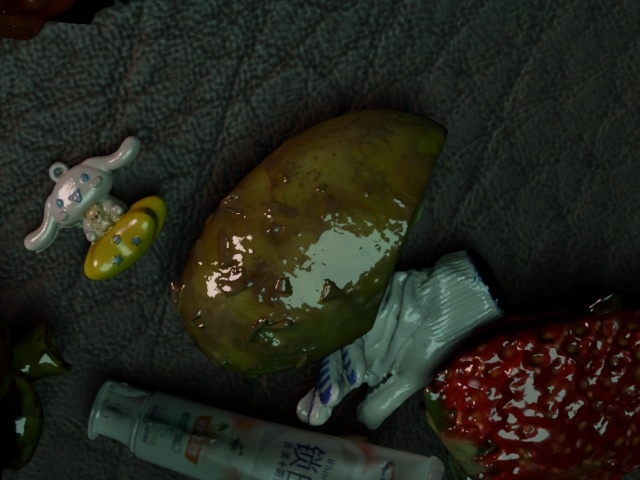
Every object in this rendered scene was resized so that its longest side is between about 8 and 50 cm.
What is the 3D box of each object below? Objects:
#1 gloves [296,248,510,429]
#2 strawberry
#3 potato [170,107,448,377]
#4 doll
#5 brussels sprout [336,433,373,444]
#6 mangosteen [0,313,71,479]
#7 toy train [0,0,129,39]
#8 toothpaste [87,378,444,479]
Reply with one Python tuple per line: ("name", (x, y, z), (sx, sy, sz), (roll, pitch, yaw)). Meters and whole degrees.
("gloves", (0.071, 0.097, 1.667), (0.229, 0.097, 0.119), (-38, 112, -1))
("strawberry", (0.255, 0.154, 1.660), (0.306, 0.137, 0.233), (-21, 137, 2))
("potato", (0.000, 0.000, 1.593), (0.298, 0.141, 0.176), (-44, 96, 9))
("doll", (-0.194, -0.033, 1.603), (0.113, 0.071, 0.135), (23, 99, 3))
("brussels sprout", (0.026, 0.283, 1.704), (0.145, 0.131, 0.183), (-30, 102, -1))
("mangosteen", (-0.394, 0.165, 1.533), (0.297, 0.313, 0.297), (-2, 84, 19))
("toy train", (-0.299, -0.245, 1.364), (0.369, 0.231, 0.163), (2, 129, -48))
("toothpaste", (-0.053, 0.202, 1.641), (0.323, 0.066, 0.100), (16, 76, 8))
